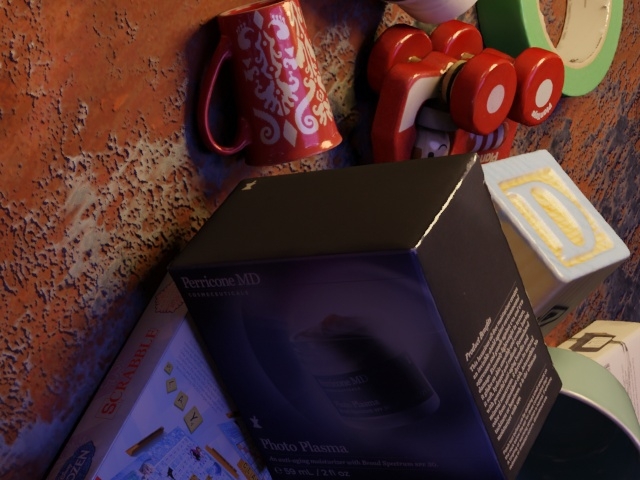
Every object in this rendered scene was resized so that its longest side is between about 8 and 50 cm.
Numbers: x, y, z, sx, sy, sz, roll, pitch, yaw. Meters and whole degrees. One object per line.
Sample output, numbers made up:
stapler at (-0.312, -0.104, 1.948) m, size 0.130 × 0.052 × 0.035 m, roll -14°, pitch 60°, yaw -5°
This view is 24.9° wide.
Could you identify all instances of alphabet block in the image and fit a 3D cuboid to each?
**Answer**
alphabet block at (0.240, 0.024, 1.865) m, size 0.193 × 0.197 × 0.192 m, roll -13°, pitch 62°, yaw -50°

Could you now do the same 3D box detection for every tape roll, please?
tape roll at (0.342, -0.370, 2.134) m, size 0.321 × 0.077 × 0.321 m, roll -4°, pitch 95°, yaw -53°

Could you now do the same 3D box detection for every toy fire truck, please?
toy fire truck at (0.169, -0.138, 1.869) m, size 0.302 × 0.169 × 0.253 m, roll -14°, pitch 122°, yaw -51°

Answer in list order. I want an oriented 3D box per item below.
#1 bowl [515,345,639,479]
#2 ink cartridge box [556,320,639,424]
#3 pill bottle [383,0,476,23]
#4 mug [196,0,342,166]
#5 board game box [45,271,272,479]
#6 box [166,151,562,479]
bowl at (0.303, 0.264, 1.961) m, size 0.311 × 0.312 × 0.163 m, roll 69°, pitch 29°, yaw -28°
ink cartridge box at (0.426, 0.241, 2.254) m, size 0.237 × 0.100 × 0.172 m, roll -24°, pitch 111°, yaw -49°
pill bottle at (0.082, -0.380, 1.725) m, size 0.278 × 0.162 × 0.162 m, roll 34°, pitch 65°, yaw -49°
mug at (-0.059, -0.172, 1.595) m, size 0.150 × 0.113 × 0.169 m, roll -31°, pitch 113°, yaw -49°
board game box at (-0.130, 0.248, 1.555) m, size 0.318 × 0.066 × 0.318 m, roll 56°, pitch 49°, yaw -38°
box at (0.048, 0.089, 1.491) m, size 0.182 × 0.296 × 0.294 m, roll -52°, pitch 127°, yaw -46°
